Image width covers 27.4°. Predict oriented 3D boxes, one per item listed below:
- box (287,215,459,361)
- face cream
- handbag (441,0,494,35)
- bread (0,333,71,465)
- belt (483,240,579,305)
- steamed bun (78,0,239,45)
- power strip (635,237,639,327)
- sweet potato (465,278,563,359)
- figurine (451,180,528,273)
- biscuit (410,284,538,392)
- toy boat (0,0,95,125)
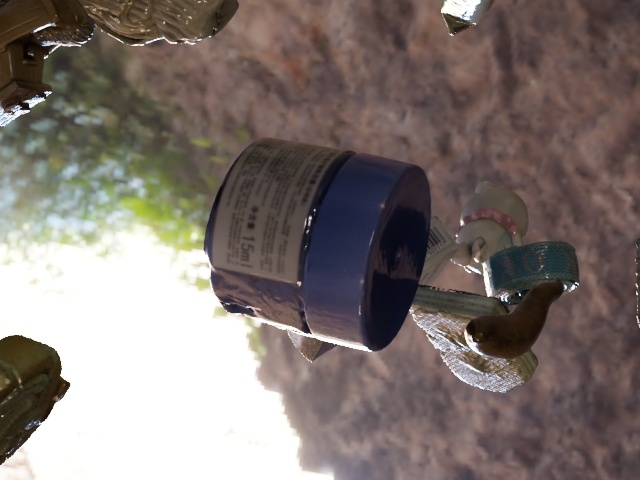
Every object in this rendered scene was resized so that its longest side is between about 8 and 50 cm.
[{"bbox_3d":[0.079,0.076,2.027,0.071,0.259,0.168,55,-24,13],"label":"box"},{"bbox_3d":[0.000,0.000,1.698,0.249,0.225,0.249,15,90,-69],"label":"face cream"},{"bbox_3d":[0.274,-0.490,2.182,0.316,0.109,0.253,54,58,-85],"label":"handbag"},{"bbox_3d":[-0.326,0.165,1.329,0.156,0.064,0.117,-46,151,-4],"label":"bread"},{"bbox_3d":[0.323,0.056,2.018,0.163,0.148,0.082,38,44,-71],"label":"belt"},{"bbox_3d":[-0.198,-0.360,1.726,0.144,0.211,0.218,-63,176,-69],"label":"steamed bun"},{"bbox_3d":[0.492,0.121,1.816,0.064,0.213,0.198,-38,-157,38],"label":"power strip"},{"bbox_3d":[0.250,0.108,1.665,0.059,0.249,0.069,-15,-86,42],"label":"sweet potato"},{"bbox_3d":[0.301,0.012,2.352,0.235,0.127,0.155,-62,143,-52],"label":"figurine"},{"bbox_3d":[0.233,0.155,1.943,0.150,0.252,0.052,10,-117,34],"label":"biscuit"},{"bbox_3d":[-0.425,-0.214,1.720,0.321,0.089,0.121,-31,-104,30],"label":"toy boat"}]
